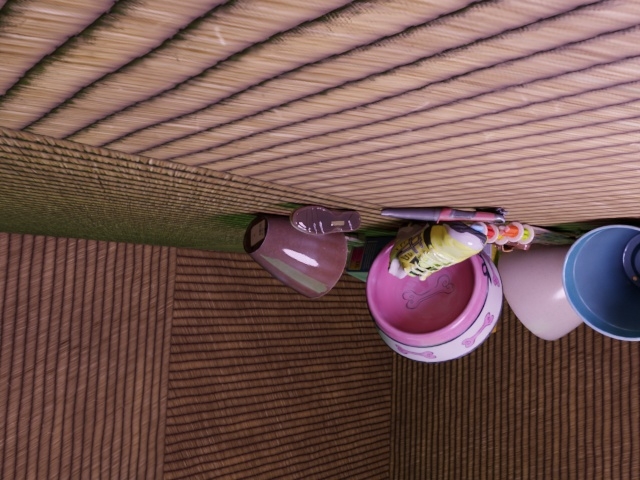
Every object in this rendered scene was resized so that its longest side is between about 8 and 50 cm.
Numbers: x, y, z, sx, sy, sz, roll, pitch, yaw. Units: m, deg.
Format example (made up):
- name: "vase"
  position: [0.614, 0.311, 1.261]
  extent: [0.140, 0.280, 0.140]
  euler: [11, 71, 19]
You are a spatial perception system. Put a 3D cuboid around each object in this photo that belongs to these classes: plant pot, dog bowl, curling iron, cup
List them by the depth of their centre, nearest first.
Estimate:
- name: "curling iron"
  position: [0.271, -0.054, 1.178]
  extent: [0.274, 0.035, 0.068]
  euler: [1, 175, 13]
- name: "plant pot"
  position: [0.781, 0.077, 1.306]
  extent: [0.255, 0.271, 0.272]
  euler: [-13, -174, -40]
- name: "plant pot"
  position: [-0.084, 0.021, 1.441]
  extent: [0.230, 0.215, 0.215]
  euler: [25, 162, -37]
- name: "dog bowl"
  position: [0.314, 0.143, 1.570]
  extent: [0.408, 0.407, 0.150]
  euler: [0, 156, 29]
- name: "cup"
  position: [0.770, 0.121, 1.701]
  extent: [0.331, 0.331, 0.237]
  euler: [6, 148, -38]

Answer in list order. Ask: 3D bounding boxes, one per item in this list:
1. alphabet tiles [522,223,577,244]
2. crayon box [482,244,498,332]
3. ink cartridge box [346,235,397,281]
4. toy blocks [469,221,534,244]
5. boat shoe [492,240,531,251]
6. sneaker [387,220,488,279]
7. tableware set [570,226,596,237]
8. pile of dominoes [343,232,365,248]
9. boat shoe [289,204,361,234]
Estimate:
- name: "alphabet tiles"
  position: [0.606, -0.013, 1.529]
  extent: [0.237, 0.009, 0.198]
  euler: [10, 172, -20]
- name: "crayon box"
  position: [0.517, 0.145, 1.755]
  extent: [0.081, 0.318, 0.202]
  euler: [-1, 174, 34]
- name: "ink cartridge box"
  position: [0.336, 0.094, 1.927]
  extent: [0.396, 0.151, 0.270]
  euler: [0, 160, 45]
- name: "toy blocks"
  position: [0.452, -0.022, 1.368]
  extent: [0.148, 0.054, 0.123]
  euler: [6, 174, -37]
- name: "boat shoe"
  position: [0.505, 0.002, 1.478]
  extent: [0.064, 0.060, 0.178]
  euler: [12, 172, -28]
- name: "sneaker"
  position: [0.292, 0.033, 1.368]
  extent: [0.145, 0.147, 0.385]
  euler: [27, 169, -9]
- name: "tableware set"
  position: [0.754, -0.017, 1.471]
  extent: [0.104, 0.024, 0.154]
  euler: [1, 175, 15]
- name: "pile of dominoes"
  position: [0.023, -0.021, 1.815]
  extent: [0.251, 0.040, 0.196]
  euler: [11, 171, -16]
- name: "boat shoe"
  position: [0.001, -0.047, 1.250]
  extent: [0.190, 0.068, 0.072]
  euler: [5, -174, -36]
